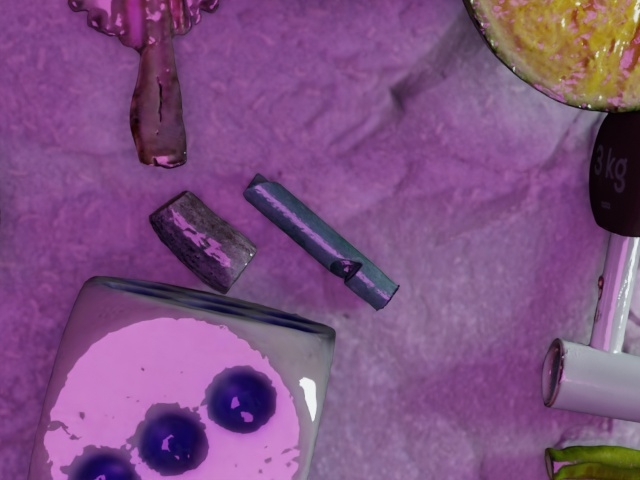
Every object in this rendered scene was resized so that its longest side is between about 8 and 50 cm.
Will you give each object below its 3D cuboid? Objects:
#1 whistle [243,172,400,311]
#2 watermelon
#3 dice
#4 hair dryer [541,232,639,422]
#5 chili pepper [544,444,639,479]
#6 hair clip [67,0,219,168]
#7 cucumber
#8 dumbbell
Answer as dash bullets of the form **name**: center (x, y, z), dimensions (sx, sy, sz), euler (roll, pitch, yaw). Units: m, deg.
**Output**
- **whistle**: center (0.000, 0.000, 1.944), dimensions (0.186, 0.039, 0.039), euler (41, 91, -7)
- **watermelon**: center (0.282, -0.301, 1.864), dimensions (0.330, 0.189, 0.331), euler (-3, 112, -7)
- **dice**: center (-0.132, 0.179, 1.853), dimensions (0.259, 0.243, 0.251), euler (13, 95, -2)
- **hair dryer**: center (0.313, 0.066, 1.968), dimensions (0.131, 0.073, 0.236), euler (10, 86, -7)
- **chili pepper**: center (0.331, 0.244, 1.985), dimensions (0.201, 0.050, 0.052), euler (12, 110, -6)
- **hair clip**: center (-0.168, -0.216, 1.893), dimensions (0.173, 0.069, 0.300), euler (-2, 84, -8)
- **cucumber**: center (-0.121, -0.001, 1.927), dimensions (0.112, 0.064, 0.064), euler (41, 91, -4)
- **dumbbell**: center (0.390, -0.061, 1.899), dimensions (0.225, 0.140, 0.124), euler (4, 100, -16)
